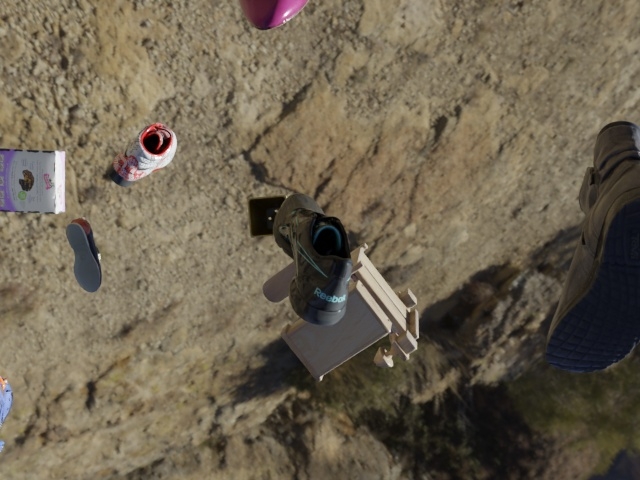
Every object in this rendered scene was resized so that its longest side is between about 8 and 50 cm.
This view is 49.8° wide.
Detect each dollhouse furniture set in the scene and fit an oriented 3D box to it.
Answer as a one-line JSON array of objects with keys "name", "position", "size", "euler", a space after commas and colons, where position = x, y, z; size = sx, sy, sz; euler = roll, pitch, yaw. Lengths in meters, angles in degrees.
[{"name": "dollhouse furniture set", "position": [0.041, 0.112, 1.400], "size": [0.174, 0.303, 0.355], "euler": [-35, -173, 15]}]

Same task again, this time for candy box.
[{"name": "candy box", "position": [-0.773, -0.156, 1.795], "size": [0.196, 0.165, 0.070], "euler": [3, -173, -1]}]

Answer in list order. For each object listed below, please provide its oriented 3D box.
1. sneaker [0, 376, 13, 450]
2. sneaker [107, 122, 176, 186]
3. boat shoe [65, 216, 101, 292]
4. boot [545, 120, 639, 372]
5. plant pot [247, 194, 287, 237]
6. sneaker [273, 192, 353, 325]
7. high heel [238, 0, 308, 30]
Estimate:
[{"name": "sneaker", "position": [-0.317, 0.126, 0.606], "size": [0.087, 0.083, 0.221], "euler": [-28, 143, -57]}, {"name": "sneaker", "position": [-0.388, -0.231, 1.656], "size": [0.145, 0.090, 0.270], "euler": [-34, -168, 32]}, {"name": "boat shoe", "position": [-0.420, 0.026, 1.237], "size": [0.049, 0.043, 0.137], "euler": [-8, 109, 7]}, {"name": "boot", "position": [0.417, 0.016, 1.012], "size": [0.223, 0.118, 0.338], "euler": [-74, 178, -53]}, {"name": "plant pot", "position": [-0.097, -0.048, 1.416], "size": [0.081, 0.081, 0.083], "euler": [-4, 179, 10]}, {"name": "sneaker", "position": [0.000, 0.000, 0.976], "size": [0.101, 0.267, 0.106], "euler": [8, 124, -20]}, {"name": "high heel", "position": [-0.093, -0.496, 1.077], "size": [0.127, 0.377, 0.181], "euler": [-12, 141, 10]}]
